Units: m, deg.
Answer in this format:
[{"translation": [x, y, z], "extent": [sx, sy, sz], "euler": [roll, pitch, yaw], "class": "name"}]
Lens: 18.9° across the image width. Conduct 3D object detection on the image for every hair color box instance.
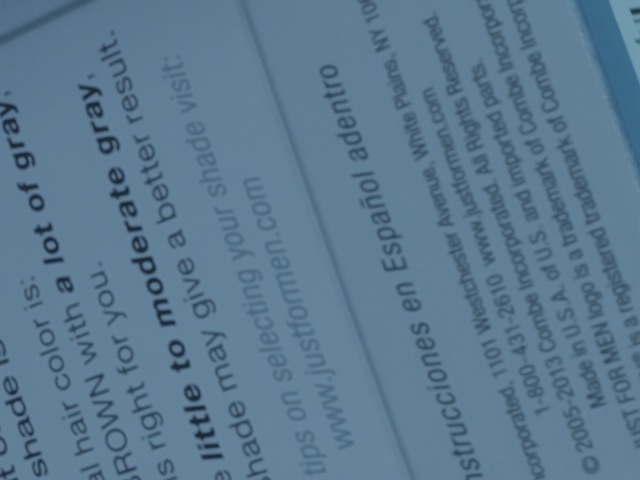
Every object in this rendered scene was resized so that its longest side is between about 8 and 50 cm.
[{"translation": [-0.076, 0.044, 0.456], "extent": [0.374, 0.185, 0.113], "euler": [-21, 178, 27], "class": "hair color box"}]
